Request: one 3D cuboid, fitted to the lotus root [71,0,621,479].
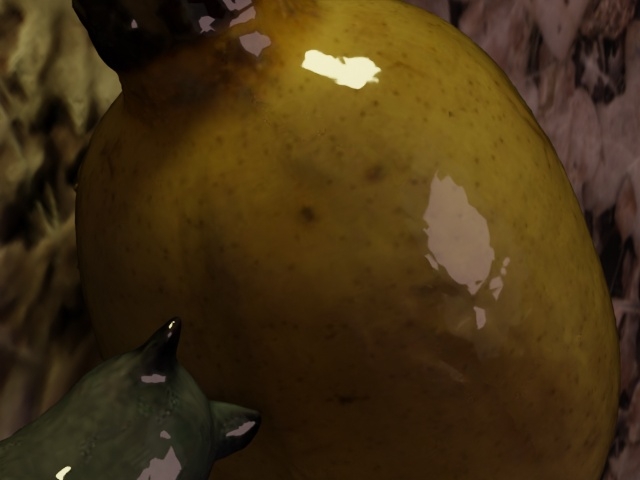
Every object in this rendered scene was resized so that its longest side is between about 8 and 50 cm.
[{"bbox_3d":[0.000,0.000,0.566,0.183,0.183,0.310,-54,133,-35],"label":"lotus root"}]

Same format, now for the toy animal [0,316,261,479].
[{"bbox_3d":[-0.094,0.117,0.452,0.210,0.117,0.121,-46,133,-2],"label":"toy animal"}]
